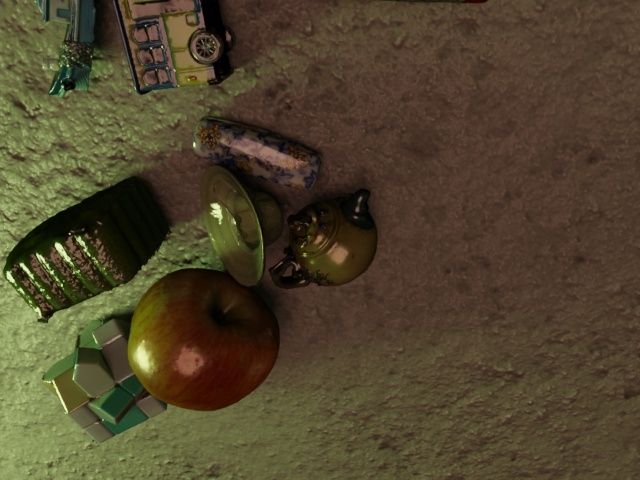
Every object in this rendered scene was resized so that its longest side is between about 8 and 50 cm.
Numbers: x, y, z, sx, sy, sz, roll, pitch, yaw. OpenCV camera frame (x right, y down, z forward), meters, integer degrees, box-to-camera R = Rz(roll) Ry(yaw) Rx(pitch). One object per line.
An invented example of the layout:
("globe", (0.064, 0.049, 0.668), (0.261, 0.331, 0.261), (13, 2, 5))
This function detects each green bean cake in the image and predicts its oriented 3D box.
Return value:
("green bean cake", (-0.449, 0.006, 1.091), (0.250, 0.247, 0.156), (-20, 112, 15))

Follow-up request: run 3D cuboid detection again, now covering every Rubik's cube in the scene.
("Rubik's cube", (-0.469, 0.296, 1.228), (0.224, 0.265, 0.213), (-27, 121, 2))

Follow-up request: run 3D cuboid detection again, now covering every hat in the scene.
("hat", (-0.132, -0.039, 1.106), (0.110, 0.252, 0.252), (-21, 119, -31))

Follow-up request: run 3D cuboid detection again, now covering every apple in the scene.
("apple", (-0.249, 0.209, 1.152), (0.302, 0.301, 0.301), (2, 115, 4))

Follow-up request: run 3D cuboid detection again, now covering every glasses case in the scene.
("glasses case", (-0.120, -0.168, 1.078), (0.248, 0.065, 0.087), (17, 113, -2))

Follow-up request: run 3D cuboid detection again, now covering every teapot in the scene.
("teapot", (0.000, 0.000, 1.071), (0.269, 0.173, 0.182), (-38, 140, 18))

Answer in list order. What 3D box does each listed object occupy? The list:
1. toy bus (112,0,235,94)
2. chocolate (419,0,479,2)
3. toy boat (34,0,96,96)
("toy bus", (-0.252, -0.405, 0.941), (0.175, 0.138, 0.287), (-5, 115, 7))
("chocolate", (0.118, -0.534, 0.832), (0.360, 0.161, 0.341), (3, 118, 4))
("toy boat", (-0.453, -0.367, 0.988), (0.098, 0.109, 0.238), (0, 120, -28))
